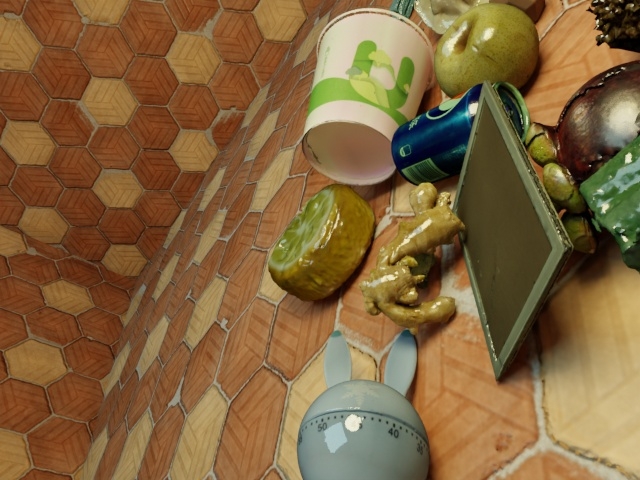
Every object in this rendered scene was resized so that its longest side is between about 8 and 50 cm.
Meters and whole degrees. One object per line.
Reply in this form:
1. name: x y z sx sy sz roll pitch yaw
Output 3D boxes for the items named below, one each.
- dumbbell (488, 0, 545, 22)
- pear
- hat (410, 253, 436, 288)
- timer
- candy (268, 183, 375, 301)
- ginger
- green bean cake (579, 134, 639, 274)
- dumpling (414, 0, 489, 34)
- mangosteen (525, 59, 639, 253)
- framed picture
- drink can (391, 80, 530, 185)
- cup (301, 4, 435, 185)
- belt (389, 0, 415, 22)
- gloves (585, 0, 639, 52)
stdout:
1. dumbbell: 0.377 -0.486 0.787 0.231 0.082 0.092 -63 25 -5
2. pear: 0.270 -0.298 0.732 0.167 0.137 0.167 -40 36 38
3. hat: 0.145 0.032 0.691 0.059 0.076 0.077 11 78 42
4. timer: 0.059 0.238 0.588 0.175 0.175 0.255 -52 -1 17
5. candy: 0.000 0.000 0.936 0.260 0.118 0.260 -42 29 30
6. ginger: 0.129 0.028 0.632 0.176 0.193 0.052 -24 -12 -5
7. green bean cake: 0.288 0.025 0.292 0.107 0.208 0.193 -45 28 35
8. dumpling: 0.313 -0.527 0.927 0.247 0.142 0.172 -31 73 36
9. mangosteen: 0.292 -0.081 0.440 0.180 0.166 0.166 -36 35 33
10. framed picture: 0.210 -0.019 0.540 0.231 0.018 0.293 88 -176 -47
11. drink can: 0.215 -0.164 0.715 0.205 0.118 0.118 -16 50 54
12. cup: 0.083 -0.270 0.899 0.253 0.253 0.274 -22 44 52
13. belt: 0.252 -0.685 1.246 0.065 0.100 0.179 41 116 63
14. gloves: 0.403 -0.278 0.462 0.210 0.135 0.312 22 61 44
